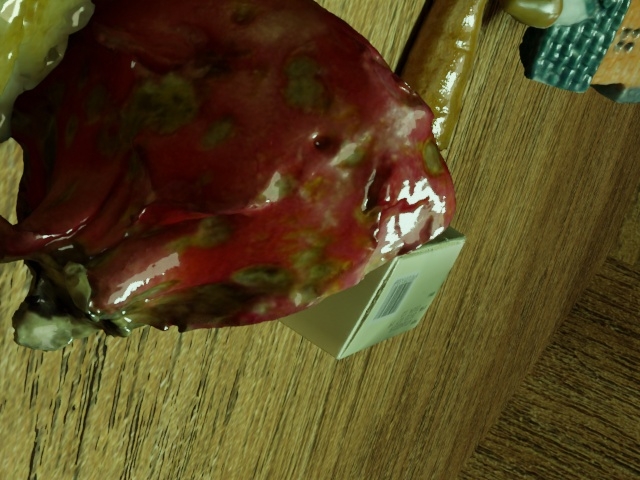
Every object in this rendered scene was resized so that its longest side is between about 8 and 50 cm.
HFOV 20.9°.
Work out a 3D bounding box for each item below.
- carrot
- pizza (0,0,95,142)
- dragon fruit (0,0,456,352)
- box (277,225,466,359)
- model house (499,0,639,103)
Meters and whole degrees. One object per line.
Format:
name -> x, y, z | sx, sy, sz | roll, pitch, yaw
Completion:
carrot -> 0.124, -0.192, 1.650 | 0.205, 0.072, 0.072 | -69, 164, 12
pizza -> -0.112, -0.252, 0.723 | 0.392, 0.080, 0.435 | -55, 165, -27
dragon fruit -> -0.086, -0.040, 0.881 | 0.211, 0.262, 0.134 | -56, 149, -30
box -> 0.000, 0.000, 1.354 | 0.095, 0.168, 0.212 | -63, 166, 12
model house -> 0.265, -0.287, 1.837 | 0.301, 0.190, 0.271 | -14, 137, -45
